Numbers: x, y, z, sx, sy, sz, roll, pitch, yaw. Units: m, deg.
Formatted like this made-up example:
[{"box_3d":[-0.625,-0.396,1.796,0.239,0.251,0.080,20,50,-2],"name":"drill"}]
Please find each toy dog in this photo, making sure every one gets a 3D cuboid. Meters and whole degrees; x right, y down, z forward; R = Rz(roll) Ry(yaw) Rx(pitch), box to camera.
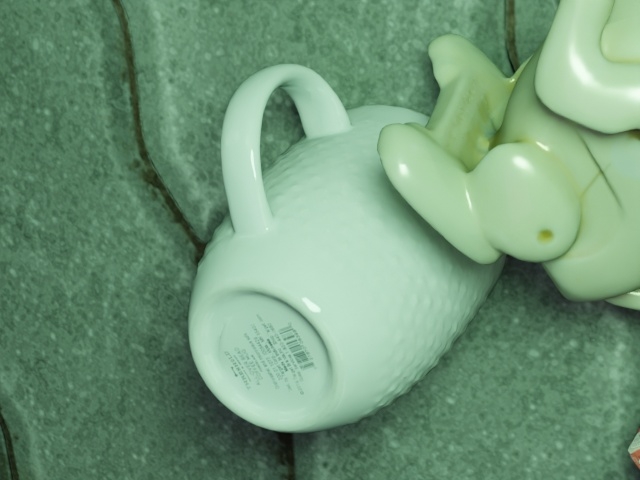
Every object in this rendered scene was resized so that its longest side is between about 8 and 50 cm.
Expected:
[{"box_3d":[0.313,-0.123,1.260,0.408,0.284,0.395,-35,96,35],"name":"toy dog"}]

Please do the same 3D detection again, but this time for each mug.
[{"box_3d":[0.000,0.000,1.459,0.276,0.328,0.374,-8,111,31],"name":"mug"}]

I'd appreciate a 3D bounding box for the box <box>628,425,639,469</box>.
[{"box_3d":[0.481,0.180,1.413,0.300,0.142,0.154,-34,97,37],"name":"box"}]
